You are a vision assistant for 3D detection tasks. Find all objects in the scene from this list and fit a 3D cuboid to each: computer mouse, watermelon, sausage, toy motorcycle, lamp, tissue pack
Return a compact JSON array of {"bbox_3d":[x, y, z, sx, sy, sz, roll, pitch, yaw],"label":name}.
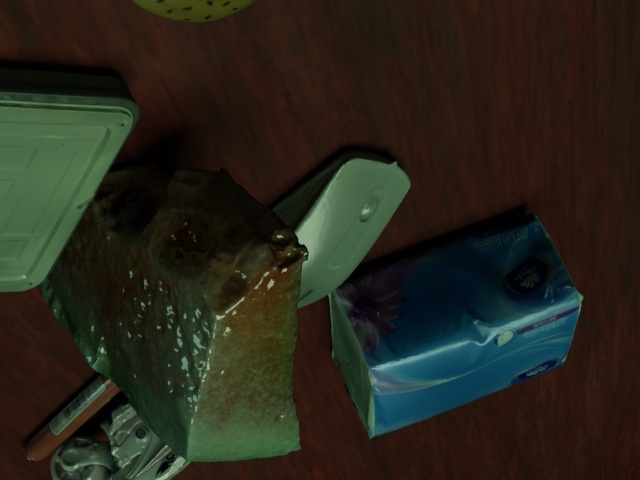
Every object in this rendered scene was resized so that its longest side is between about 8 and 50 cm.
[{"bbox_3d":[0.000,0.000,1.418,0.231,0.079,0.128,-43,148,22],"label":"computer mouse"},{"bbox_3d":[-0.142,0.064,1.264,0.151,0.264,0.302,-27,143,-25],"label":"watermelon"},{"bbox_3d":[-0.270,0.190,1.557,0.223,0.029,0.029,-41,147,26],"label":"sausage"},{"bbox_3d":[-0.195,0.235,1.606,0.254,0.112,0.112,-27,150,0],"label":"toy motorcycle"},{"bbox_3d":[-0.313,-0.043,1.137,0.266,0.047,0.269,-2,144,-37],"label":"lamp"},{"bbox_3d":[0.155,0.104,1.622,0.263,0.146,0.198,-20,151,-10],"label":"tissue pack"}]

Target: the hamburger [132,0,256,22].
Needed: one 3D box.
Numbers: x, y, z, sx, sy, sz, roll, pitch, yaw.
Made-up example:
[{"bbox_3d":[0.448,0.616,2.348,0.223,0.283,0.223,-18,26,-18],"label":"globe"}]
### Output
[{"bbox_3d":[-0.086,-0.227,0.926,0.175,0.137,0.175,-16,147,-11],"label":"hamburger"}]
